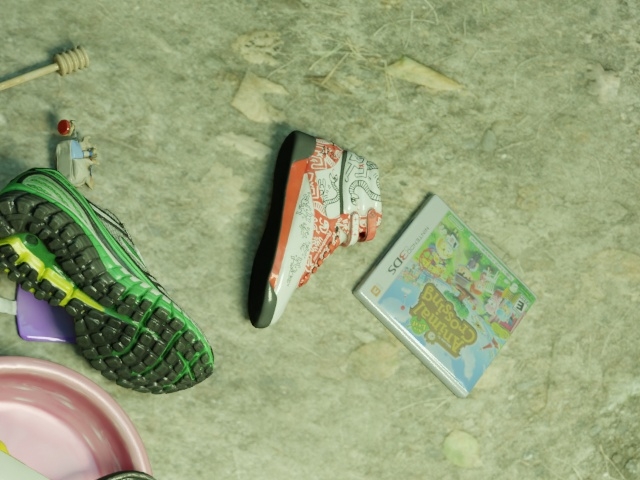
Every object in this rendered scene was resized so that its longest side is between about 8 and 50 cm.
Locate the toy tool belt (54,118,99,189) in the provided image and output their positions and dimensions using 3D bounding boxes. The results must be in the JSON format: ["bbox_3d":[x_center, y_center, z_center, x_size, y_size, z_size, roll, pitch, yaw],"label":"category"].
[{"bbox_3d":[-0.298,-0.105,1.669,0.051,0.052,0.083,5,78,-57],"label":"toy tool belt"}]

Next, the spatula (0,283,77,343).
[{"bbox_3d":[-0.394,0.071,1.568,0.296,0.030,0.084,8,74,-42],"label":"spatula"}]

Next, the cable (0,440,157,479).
[{"bbox_3d":[-0.304,0.287,1.465,0.287,0.072,0.140,18,76,-21],"label":"cable"}]

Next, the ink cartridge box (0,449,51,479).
[{"bbox_3d":[-0.424,0.362,1.350,0.207,0.119,0.353,32,102,-8],"label":"ink cartridge box"}]

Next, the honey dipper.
[{"bbox_3d":[-0.362,-0.201,1.668,0.160,0.030,0.030,-24,89,-24],"label":"honey dipper"}]

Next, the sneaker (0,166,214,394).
[{"bbox_3d":[-0.241,0.044,1.609,0.343,0.134,0.146,51,26,-22],"label":"sneaker"}]

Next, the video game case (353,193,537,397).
[{"bbox_3d":[0.174,0.075,1.861,0.212,0.023,0.193,45,64,-10],"label":"video game case"}]

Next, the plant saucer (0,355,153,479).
[{"bbox_3d":[-0.354,0.298,1.526,0.332,0.084,0.332,6,76,-25],"label":"plant saucer"}]

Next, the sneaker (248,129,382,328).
[{"bbox_3d":[0.001,-0.001,1.758,0.145,0.090,0.270,18,69,-18],"label":"sneaker"}]
